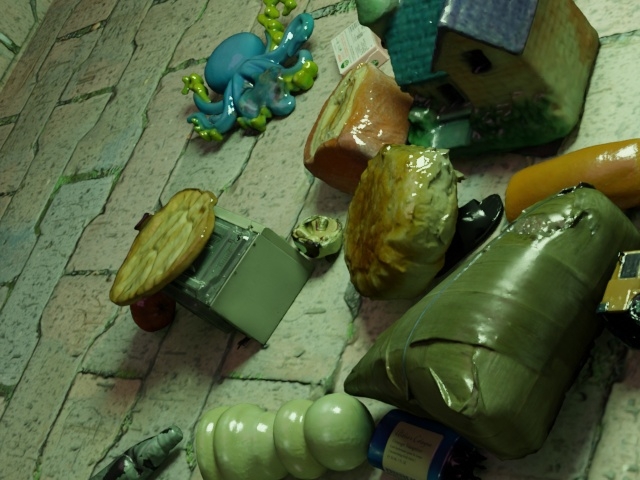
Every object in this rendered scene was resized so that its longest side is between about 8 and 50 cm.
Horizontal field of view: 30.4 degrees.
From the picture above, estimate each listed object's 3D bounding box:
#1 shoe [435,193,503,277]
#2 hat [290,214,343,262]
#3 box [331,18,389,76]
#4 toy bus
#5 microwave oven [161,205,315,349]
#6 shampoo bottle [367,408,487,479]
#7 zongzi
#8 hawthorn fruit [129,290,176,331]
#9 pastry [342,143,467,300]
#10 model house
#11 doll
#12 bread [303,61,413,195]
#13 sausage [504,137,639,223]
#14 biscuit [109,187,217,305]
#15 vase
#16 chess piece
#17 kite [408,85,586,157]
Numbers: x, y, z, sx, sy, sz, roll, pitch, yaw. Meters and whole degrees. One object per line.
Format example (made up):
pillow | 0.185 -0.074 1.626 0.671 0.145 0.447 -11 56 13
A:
shoe | 0.201 -0.013 1.726 0.159 0.053 0.062 -48 30 9
hat | 0.000 0.000 1.940 0.077 0.059 0.076 14 48 34
box | 0.074 -0.359 2.215 0.089 0.043 0.125 -36 36 21
toy bus | 0.427 0.063 1.338 0.201 0.098 0.114 -7 52 46
microwave oven | -0.160 0.054 2.008 0.194 0.145 0.240 -54 34 -9
shampoo bottle | 0.139 0.275 1.519 0.183 0.050 0.087 9 65 53
zongzi | 0.212 0.085 1.533 0.356 0.174 0.393 -53 20 -16
hawthorn fruit | -0.314 0.125 2.177 0.093 0.093 0.093 -31 38 28
pastry | 0.122 -0.024 1.711 0.257 0.121 0.235 -156 78 -70
model house | 0.209 -0.301 1.754 0.312 0.280 0.245 -4 54 43
doll | -0.133 -0.342 2.420 0.346 0.099 0.341 -50 45 10
bread | 0.073 -0.194 1.980 0.190 0.123 0.244 -35 27 50
sausage | 0.351 -0.075 1.569 0.238 0.098 0.098 -16 46 43
biscuit | -0.269 0.014 2.013 0.260 0.041 0.203 -46 37 9
vase | -0.309 0.373 1.948 0.211 0.060 0.060 -40 35 17
chess piece | -0.036 0.284 1.658 0.251 0.144 0.144 -17 46 31
kite | 0.264 -0.199 1.857 0.360 0.022 0.204 -7 52 46
